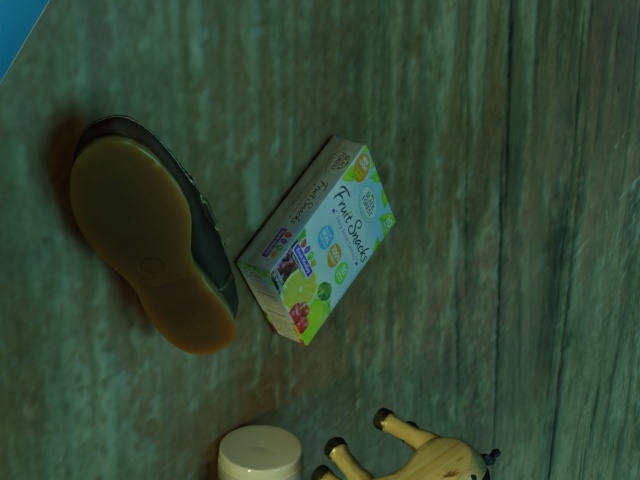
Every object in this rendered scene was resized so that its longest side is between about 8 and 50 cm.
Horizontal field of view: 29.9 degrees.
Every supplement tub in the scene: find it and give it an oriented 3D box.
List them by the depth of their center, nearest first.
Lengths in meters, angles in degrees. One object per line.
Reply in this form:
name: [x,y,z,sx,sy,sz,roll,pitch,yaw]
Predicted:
supplement tub: [-0.050,0.213,0.977,0.071,0.071,0.107,-27,127,-47]

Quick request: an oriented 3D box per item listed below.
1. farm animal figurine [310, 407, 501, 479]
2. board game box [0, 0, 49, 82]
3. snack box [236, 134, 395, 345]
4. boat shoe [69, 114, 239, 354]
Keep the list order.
farm animal figurine: [-0.016,0.290,0.877,0.326,0.172,0.330,13,104,-39]
board game box: [-0.261,-0.130,0.473,0.224,0.097,0.303,-63,146,-10]
snack box: [0.000,0.000,0.969,0.141,0.037,0.100,-54,144,-25]
boat shoe: [-0.108,-0.010,0.790,0.207,0.073,0.073,72,11,-47]
